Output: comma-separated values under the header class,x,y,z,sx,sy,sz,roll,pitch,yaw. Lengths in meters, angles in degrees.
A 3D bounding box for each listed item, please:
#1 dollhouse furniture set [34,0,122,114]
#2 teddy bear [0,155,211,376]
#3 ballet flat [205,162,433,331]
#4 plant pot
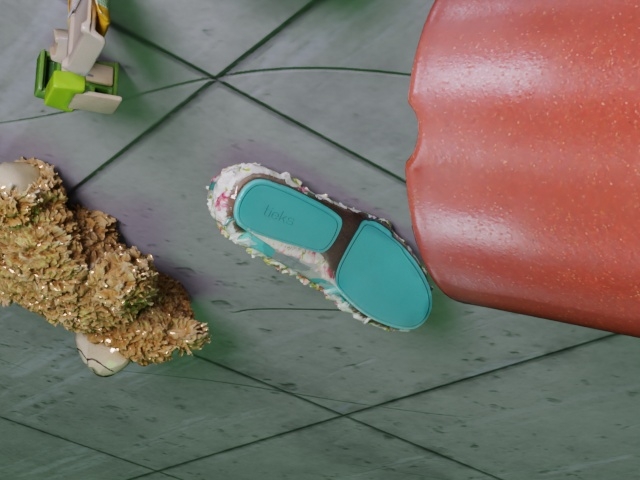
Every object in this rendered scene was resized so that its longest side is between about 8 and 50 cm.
class,x,y,z,sx,sy,sz,roll,pitch,yaw
dollhouse furniture set,-0.149,-0.134,0.782,0.058,0.076,0.151,8,157,-24
teddy bear,-0.249,0.034,1.086,0.245,0.113,0.338,4,152,16
ballet flat,0.000,0.000,0.988,0.241,0.091,0.077,35,174,-32
plant pot,0.204,-0.052,0.626,0.265,0.272,0.272,4,153,29
